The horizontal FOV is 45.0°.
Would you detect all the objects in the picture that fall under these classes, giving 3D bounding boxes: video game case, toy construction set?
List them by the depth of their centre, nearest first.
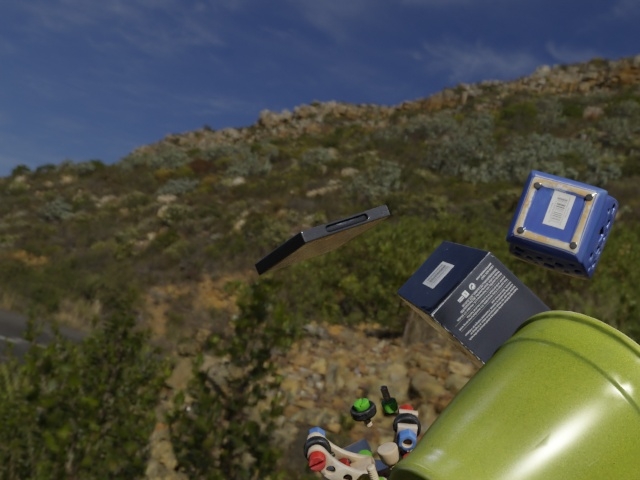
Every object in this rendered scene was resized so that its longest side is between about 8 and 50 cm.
[{"bbox_3d":[0.128,0.494,1.590,0.257,0.237,0.309,-23,15,-17],"label":"toy construction set"},{"bbox_3d":[0.000,0.000,1.879,0.248,0.035,0.275,-18,-9,-32],"label":"video game case"}]

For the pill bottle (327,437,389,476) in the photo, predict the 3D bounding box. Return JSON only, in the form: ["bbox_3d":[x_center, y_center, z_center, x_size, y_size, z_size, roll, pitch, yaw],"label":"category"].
[{"bbox_3d":[0.136,0.730,2.131,0.188,0.334,0.188,-25,-12,-6],"label":"pill bottle"}]

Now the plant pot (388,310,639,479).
[{"bbox_3d":[0.301,0.346,1.145,0.353,0.366,0.366,-27,9,-27],"label":"plant pot"}]

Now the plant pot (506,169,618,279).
[{"bbox_3d":[0.629,-0.049,2.033,0.236,0.236,0.212,20,-3,26],"label":"plant pot"}]

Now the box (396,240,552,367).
[{"bbox_3d":[0.365,0.175,1.684,0.312,0.179,0.343,43,-1,-8],"label":"box"}]
